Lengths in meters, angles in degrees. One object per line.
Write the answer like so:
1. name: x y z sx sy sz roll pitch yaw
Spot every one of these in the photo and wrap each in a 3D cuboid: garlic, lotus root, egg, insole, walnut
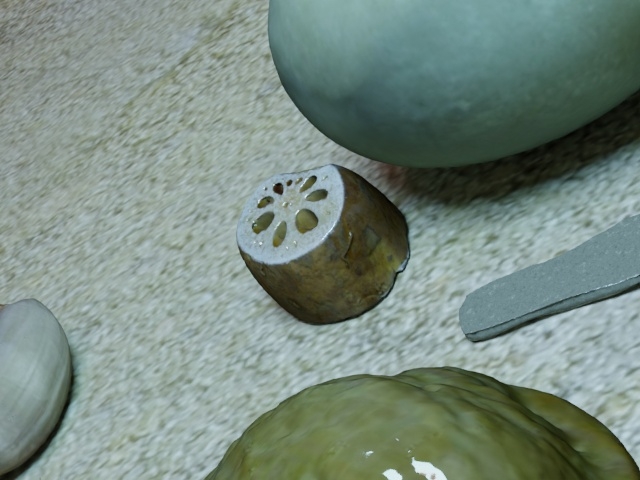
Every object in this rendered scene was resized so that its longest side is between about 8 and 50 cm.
1. garlic: -0.264 0.109 1.390 0.128 0.090 0.198 -27 39 37
2. lotus root: -0.001 0.003 1.286 0.122 0.081 0.112 -8 52 36
3. egg: 0.126 -0.191 1.226 0.352 0.258 0.258 -27 36 22
4. insole: 0.180 0.020 1.154 0.192 0.010 0.063 -25 36 19
5. walnut: 0.049 0.179 0.907 0.283 0.227 0.283 -24 24 11

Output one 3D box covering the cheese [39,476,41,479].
1. cheese: -0.217 0.222 1.253 0.084 0.041 0.060 -57 27 7
